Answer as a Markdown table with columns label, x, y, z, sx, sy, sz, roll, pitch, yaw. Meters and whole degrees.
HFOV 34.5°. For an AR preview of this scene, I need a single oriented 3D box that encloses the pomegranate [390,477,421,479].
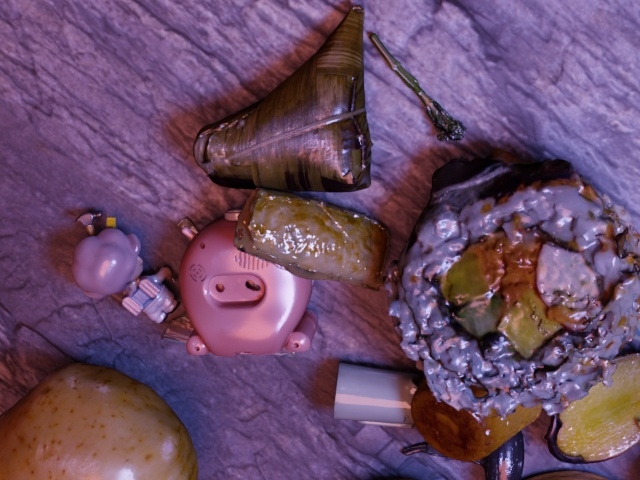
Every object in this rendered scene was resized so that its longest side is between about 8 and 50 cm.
| label | x | y | z | sx | sy | sz | roll | pitch | yaw |
| --- | --- | --- | --- | --- | --- | --- | --- | --- | --- |
| pomegranate | 0.135 | 0.546 | 1.780 | 0.229 | 0.270 | 0.252 | -1 | 103 | 16 |

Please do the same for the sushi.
| label | x | y | z | sx | sy | sz | roll | pitch | yaw |
| --- | --- | --- | --- | --- | --- | --- | --- | --- | --- |
| sushi | 0.295 | 0.070 | 1.546 | 0.417 | 0.176 | 0.418 | -4 | 82 | 28 |

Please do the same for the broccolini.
| label | x | y | z | sx | sy | sz | roll | pitch | yaw |
| --- | --- | --- | --- | --- | --- | --- | --- | --- | --- |
| broccolini | 0.153 | -0.242 | 1.618 | 0.042 | 0.044 | 0.218 | -33 | 98 | 33 |

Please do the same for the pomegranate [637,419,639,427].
| label | x | y | z | sx | sy | sz | roll | pitch | yaw |
| --- | --- | --- | --- | --- | --- | --- | --- | --- | --- |
| pomegranate | 0.627 | 0.390 | 1.705 | 0.211 | 0.211 | 0.263 | -34 | 79 | 17 |

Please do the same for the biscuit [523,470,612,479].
| label | x | y | z | sx | sy | sz | roll | pitch | yaw |
| --- | --- | --- | --- | --- | --- | --- | --- | --- | --- |
| biscuit | 0.454 | 0.623 | 1.872 | 0.349 | 0.078 | 0.455 | 4 | 110 | 9 |

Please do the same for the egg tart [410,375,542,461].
| label | x | y | z | sx | sy | sz | roll | pitch | yaw |
| --- | --- | --- | --- | --- | --- | --- | --- | --- | --- |
| egg tart | 0.248 | 0.263 | 1.687 | 0.202 | 0.147 | 0.203 | 24 | 133 | 28 |

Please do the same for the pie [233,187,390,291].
| label | x | y | z | sx | sy | sz | roll | pitch | yaw |
| --- | --- | --- | --- | --- | --- | --- | --- | --- | --- |
| pie | 0.000 | 0.000 | 1.640 | 0.282 | 0.068 | 0.129 | 17 | 76 | -31 |

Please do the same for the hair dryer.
| label | x | y | z | sx | sy | sz | roll | pitch | yaw |
| --- | --- | --- | --- | --- | --- | --- | --- | --- | --- |
| hair dryer | 0.246 | 0.402 | 1.811 | 0.219 | 0.075 | 0.196 | 4 | 82 | 24 |

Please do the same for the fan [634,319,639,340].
| label | x | y | z | sx | sy | sz | roll | pitch | yaw |
| --- | --- | --- | --- | --- | --- | --- | --- | --- | --- |
| fan | 0.572 | 0.135 | 1.712 | 0.175 | 0.005 | 0.113 | 38 | 110 | -7 |

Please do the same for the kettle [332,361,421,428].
| label | x | y | z | sx | sy | sz | roll | pitch | yaw |
| --- | --- | --- | --- | --- | --- | --- | --- | --- | --- |
| kettle | 0.097 | 0.278 | 1.780 | 0.148 | 0.098 | 0.127 | 6 | 105 | 1 |

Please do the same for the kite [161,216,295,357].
| label | x | y | z | sx | sy | sz | roll | pitch | yaw |
| --- | --- | --- | --- | --- | --- | --- | --- | --- | --- |
| kite | -0.149 | 0.091 | 1.787 | 0.335 | 0.011 | 0.314 | -36 | 102 | 17 |

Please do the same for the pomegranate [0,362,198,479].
| label | x | y | z | sx | sy | sz | roll | pitch | yaw |
| --- | --- | --- | --- | --- | --- | --- | --- | --- | --- |
| pomegranate | -0.400 | 0.407 | 1.721 | 0.410 | 0.410 | 0.410 | 2 | 110 | 6 |

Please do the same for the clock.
| label | x | y | z | sx | sy | sz | roll | pitch | yaw |
| --- | --- | --- | --- | --- | --- | --- | --- | --- | --- |
| clock | -0.125 | 0.065 | 1.697 | 0.227 | 0.142 | 0.241 | -2 | 106 | 9 |

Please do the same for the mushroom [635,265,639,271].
| label | x | y | z | sx | sy | sz | roll | pitch | yaw |
| --- | --- | --- | --- | --- | --- | --- | --- | --- | --- |
| mushroom | 0.386 | 0.110 | 1.661 | 0.151 | 0.156 | 0.286 | 34 | 120 | 14 |

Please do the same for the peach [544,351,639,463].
| label | x | y | z | sx | sy | sz | roll | pitch | yaw |
| --- | --- | --- | --- | --- | --- | --- | --- | --- | --- |
| peach | 0.490 | 0.263 | 1.728 | 0.279 | 0.068 | 0.189 | -25 | 118 | -5 |

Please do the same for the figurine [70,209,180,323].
| label | x | y | z | sx | sy | sz | roll | pitch | yaw |
| --- | --- | --- | --- | --- | --- | --- | --- | --- | --- |
| figurine | -0.341 | 0.058 | 1.750 | 0.137 | 0.112 | 0.229 | -41 | 108 | 20 |

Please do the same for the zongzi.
| label | x | y | z | sx | sy | sz | roll | pitch | yaw |
| --- | --- | --- | --- | --- | --- | --- | --- | --- | --- |
| zongzi | -0.054 | -0.221 | 1.609 | 0.286 | 0.134 | 0.288 | 2 | 97 | 11 |
